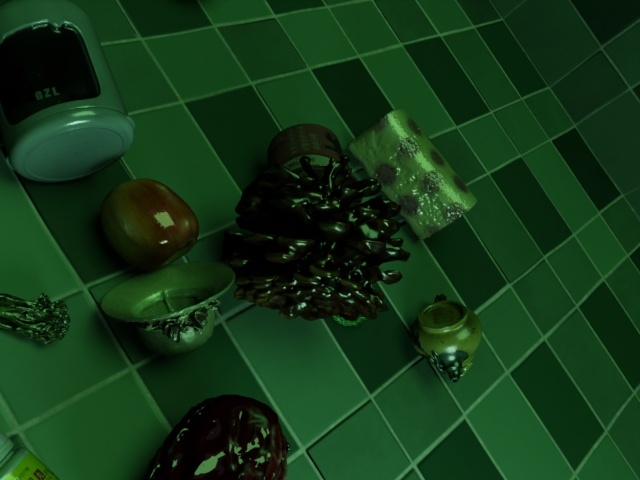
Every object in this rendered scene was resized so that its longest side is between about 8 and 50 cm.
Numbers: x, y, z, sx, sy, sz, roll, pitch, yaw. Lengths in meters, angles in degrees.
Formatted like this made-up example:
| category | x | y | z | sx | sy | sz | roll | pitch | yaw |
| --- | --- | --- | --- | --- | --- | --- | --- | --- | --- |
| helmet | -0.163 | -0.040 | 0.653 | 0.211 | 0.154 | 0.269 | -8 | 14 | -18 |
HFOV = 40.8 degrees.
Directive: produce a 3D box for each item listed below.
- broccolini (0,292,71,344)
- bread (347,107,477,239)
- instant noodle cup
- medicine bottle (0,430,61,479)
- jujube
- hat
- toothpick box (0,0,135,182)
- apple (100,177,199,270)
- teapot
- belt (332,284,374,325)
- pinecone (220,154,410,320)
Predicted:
| category | x | y | z | sx | sy | sz | roll | pitch | yaw |
| --- | --- | --- | --- | --- | --- | --- | --- | --- | --- |
| broccolini | -0.531 | 0.126 | 1.491 | 0.203 | 0.068 | 0.091 | 15 | 73 | -34 |
| bread | 0.243 | -0.178 | 2.313 | 0.338 | 0.187 | 0.155 | 53 | 36 | -1 |
| instant noodle cup | -0.028 | -0.151 | 2.034 | 0.235 | 0.235 | 0.178 | 21 | 40 | -31 |
| medicine bottle | -0.466 | 0.398 | 1.307 | 0.225 | 0.139 | 0.139 | 47 | 42 | -7 |
| jujube | -0.183 | 0.449 | 1.470 | 0.258 | 0.258 | 0.376 | 36 | 38 | -18 |
| hat | -0.276 | 0.146 | 1.641 | 0.257 | 0.257 | 0.130 | -36 | 121 | -49 |
| toothpick box | -0.526 | -0.312 | 1.685 | 0.263 | 0.263 | 0.354 | -6 | 66 | -44 |
| apple | -0.341 | -0.036 | 1.701 | 0.199 | 0.199 | 0.199 | 23 | 49 | -30 |
| teapot | 0.316 | 0.246 | 2.130 | 0.269 | 0.173 | 0.182 | -88 | 163 | -61 |
| belt | 0.075 | 0.123 | 2.034 | 0.121 | 0.079 | 0.151 | 12 | 55 | -36 |
| pinecone | 0.000 | 0.000 | 1.792 | 0.398 | 0.398 | 0.397 | 23 | 49 | -30 |
